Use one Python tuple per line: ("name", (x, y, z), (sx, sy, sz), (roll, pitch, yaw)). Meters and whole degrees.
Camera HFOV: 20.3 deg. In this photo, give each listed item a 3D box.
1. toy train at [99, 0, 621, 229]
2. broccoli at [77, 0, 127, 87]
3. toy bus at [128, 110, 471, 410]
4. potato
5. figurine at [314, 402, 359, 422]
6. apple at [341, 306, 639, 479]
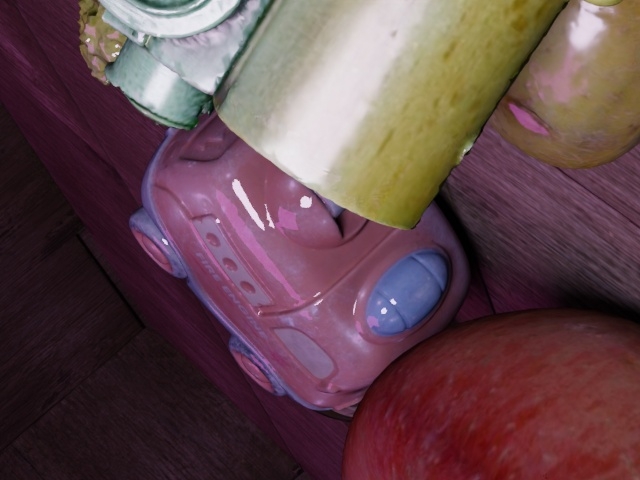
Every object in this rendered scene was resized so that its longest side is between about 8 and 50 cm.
("toy train", (0.041, -0.155, 0.677), (0.189, 0.307, 0.126), (32, -162, -2))
("broccoli", (-0.077, -0.153, 1.255), (0.254, 0.186, 0.302), (14, 139, 58))
("toy bus", (0.000, 0.000, 1.457), (0.294, 0.197, 0.232), (52, 163, -14))
("potato", (0.101, -0.136, 0.769), (0.194, 0.157, 0.157), (52, 168, 1))
("figurine", (0.034, 0.107, 1.794), (0.308, 0.143, 0.308), (46, 151, 36))
("apple", (0.187, 0.191, 1.275), (0.345, 0.269, 0.344), (49, 152, 38))
